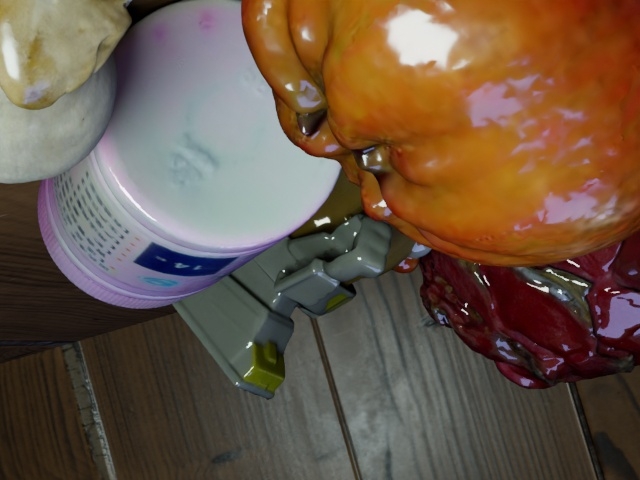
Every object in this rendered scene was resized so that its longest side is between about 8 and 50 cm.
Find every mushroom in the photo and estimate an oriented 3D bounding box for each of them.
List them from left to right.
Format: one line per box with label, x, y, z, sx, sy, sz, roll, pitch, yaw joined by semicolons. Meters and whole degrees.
mushroom;-0.141;-0.086;0.733;0.097;0.088;0.212;-24;172;-23

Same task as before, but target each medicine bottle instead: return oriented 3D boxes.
medicine bottle;-0.093;-0.045;0.948;0.152;0.152;0.254;-14;174;-20

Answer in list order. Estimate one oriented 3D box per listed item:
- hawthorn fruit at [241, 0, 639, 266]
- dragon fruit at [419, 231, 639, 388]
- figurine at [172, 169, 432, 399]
hawthorn fruit;0.097;-0.114;0.629;0.261;0.224;0.224;-38;-179;-16
dragon fruit;0.257;-0.003;1.505;0.329;0.329;0.329;-16;175;-2
figurine;-0.001;-0.001;1.433;0.285;0.167;0.342;-46;-146;5
